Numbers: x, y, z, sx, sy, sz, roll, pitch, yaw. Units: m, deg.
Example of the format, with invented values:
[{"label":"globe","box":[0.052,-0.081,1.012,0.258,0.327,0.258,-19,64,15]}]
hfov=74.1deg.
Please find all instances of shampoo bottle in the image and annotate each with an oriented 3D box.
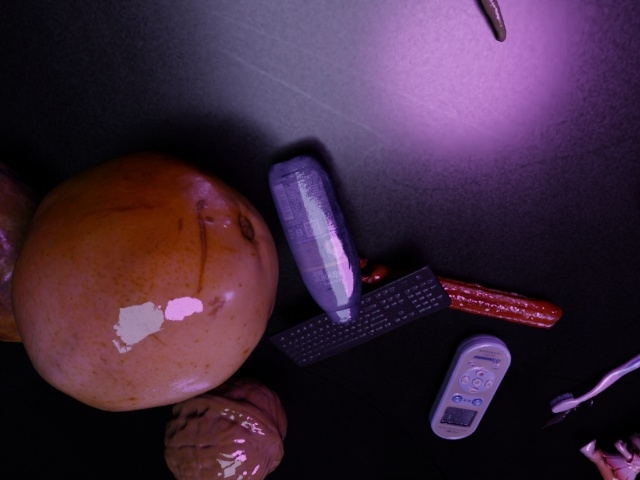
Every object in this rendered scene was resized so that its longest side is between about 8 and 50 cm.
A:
[{"label":"shampoo bottle","box":[0.000,0.000,0.575,0.087,0.049,0.233,-17,100,17]}]

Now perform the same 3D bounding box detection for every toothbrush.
[{"label":"toothbrush","box":[0.515,0.226,0.724,0.021,0.027,0.269,36,116,-26]}]

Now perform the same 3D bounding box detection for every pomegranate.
[{"label":"pomegranate","box":[-0.211,0.052,0.527,0.320,0.319,0.318,2,120,3]}]

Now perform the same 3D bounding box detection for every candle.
[{"label":"candle","box":[0.207,0.084,0.650,0.330,0.048,0.051,13,143,-3]}]

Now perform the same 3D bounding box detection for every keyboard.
[{"label":"keyboard","box":[0.011,0.142,0.666,0.382,0.041,0.103,-25,123,25]}]

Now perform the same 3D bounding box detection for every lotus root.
[{"label":"lotus root","box":[-0.450,0.017,0.592,0.194,0.193,0.290,-13,116,11]}]

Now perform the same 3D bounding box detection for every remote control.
[{"label":"remote control","box":[0.258,0.261,0.750,0.087,0.047,0.244,8,119,-5]}]

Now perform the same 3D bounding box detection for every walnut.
[{"label":"walnut","box":[-0.156,0.334,0.729,0.214,0.213,0.213,2,120,3]}]

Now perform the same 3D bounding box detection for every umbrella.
[{"label":"umbrella","box":[0.454,0.319,0.789,0.013,0.022,0.122,6,135,-30]}]

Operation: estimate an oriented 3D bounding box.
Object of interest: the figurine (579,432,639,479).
[{"label":"figurine","box":[0.595,0.383,0.770,0.195,0.102,0.112,-40,144,18]}]

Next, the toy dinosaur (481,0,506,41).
[{"label":"toy dinosaur","box":[0.136,-0.342,0.401,0.200,0.072,0.251,4,111,-11]}]
